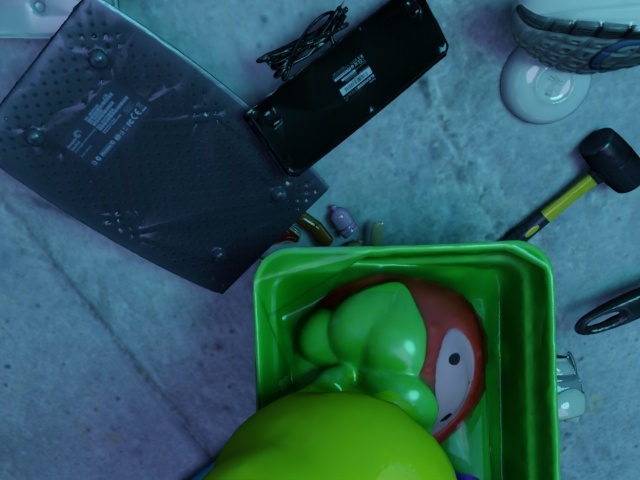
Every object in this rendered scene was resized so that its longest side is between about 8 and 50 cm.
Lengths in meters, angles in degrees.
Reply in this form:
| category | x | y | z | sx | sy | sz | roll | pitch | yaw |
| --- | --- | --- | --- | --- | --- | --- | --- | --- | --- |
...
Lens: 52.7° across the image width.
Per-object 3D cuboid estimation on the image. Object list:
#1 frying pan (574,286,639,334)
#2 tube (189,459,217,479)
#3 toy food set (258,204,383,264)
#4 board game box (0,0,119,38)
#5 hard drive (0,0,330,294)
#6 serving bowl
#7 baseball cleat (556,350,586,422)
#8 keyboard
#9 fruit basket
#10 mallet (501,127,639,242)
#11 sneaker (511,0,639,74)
| category | x | y | z | sx | sy | sz | roll | pitch | yaw |
| --- | --- | --- | --- | --- | --- | --- | --- | --- | --- |
| frying pan | 0.439 | 0.030 | 0.663 | 0.197 | 0.053 | 0.326 | 39 | 108 | -18 |
| tube | -0.156 | 0.322 | 0.764 | 0.080 | 0.052 | 0.207 | 43 | 112 | -9 |
| toy food set | 0.000 | 0.000 | 0.644 | 0.122 | 0.019 | 0.077 | 4 | 113 | 3 |
| board game box | -0.352 | -0.349 | 0.452 | 0.390 | 0.050 | 0.389 | 0 | 114 | -4 |
| hard drive | -0.135 | -0.072 | 0.559 | 0.255 | 0.054 | 0.172 | 36 | 108 | -32 |
| serving bowl | 0.208 | -0.144 | 0.586 | 0.084 | 0.027 | 0.083 | -1 | 114 | -2 |
| baseball cleat | 0.176 | 0.163 | 0.706 | 0.206 | 0.072 | 0.109 | -14 | 81 | 16 |
| keyboard | 0.016 | -0.148 | 0.553 | 0.192 | 0.038 | 0.100 | -40 | 118 | -11 |
| fruit basket | 0.053 | 0.183 | 0.494 | 0.283 | 0.392 | 0.391 | -2 | 114 | -1 |
| mallet | 0.221 | -0.035 | 0.634 | 0.190 | 0.039 | 0.062 | -35 | 111 | 16 |
| sneaker | 0.290 | -0.215 | 0.526 | 0.297 | 0.111 | 0.129 | -12 | 91 | -9 |
